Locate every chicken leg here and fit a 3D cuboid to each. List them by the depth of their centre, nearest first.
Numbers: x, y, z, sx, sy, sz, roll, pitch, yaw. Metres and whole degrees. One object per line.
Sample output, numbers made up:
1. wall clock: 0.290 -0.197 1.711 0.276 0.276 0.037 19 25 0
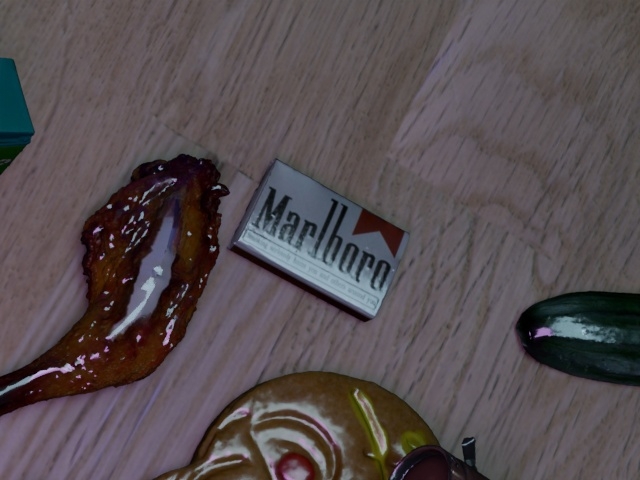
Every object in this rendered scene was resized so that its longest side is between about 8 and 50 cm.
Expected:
1. chicken leg: -0.221 0.073 1.662 0.158 0.096 0.407 41 68 -1

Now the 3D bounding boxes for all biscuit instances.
1. biscuit: -0.031 0.321 1.673 0.350 0.070 0.394 16 71 -16

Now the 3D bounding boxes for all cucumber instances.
1. cucumber: 0.345 0.110 1.879 0.244 0.063 0.115 1 74 -19

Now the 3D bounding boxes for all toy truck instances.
1. toy truck: -0.363 -0.098 1.566 0.124 0.253 0.114 -13 81 -28

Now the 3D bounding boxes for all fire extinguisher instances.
1. fire extinguisher: 0.214 0.318 1.722 0.341 0.105 0.141 35 63 -32

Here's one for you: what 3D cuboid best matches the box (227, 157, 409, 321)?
1. box: 0.000 0.000 1.793 0.177 0.036 0.115 28 67 -11
